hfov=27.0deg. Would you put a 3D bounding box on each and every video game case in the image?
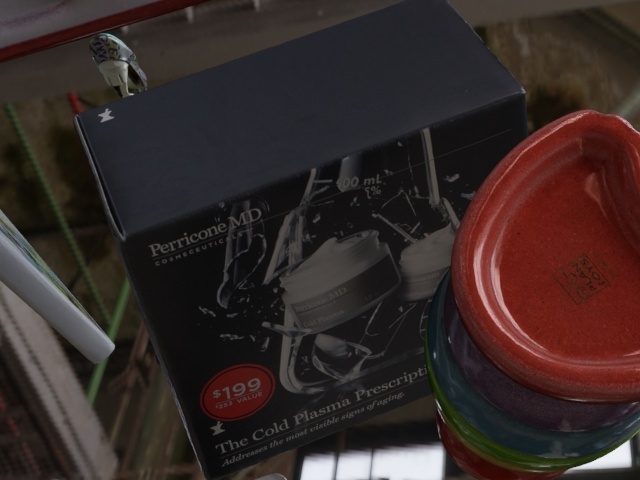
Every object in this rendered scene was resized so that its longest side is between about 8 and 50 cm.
[{"bbox_3d":[-0.369,-0.033,1.394,0.036,0.300,0.329,-42,-31,-7],"label":"video game case"}]

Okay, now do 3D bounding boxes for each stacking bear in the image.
[{"bbox_3d":[0.144,0.079,0.867,0.164,0.175,0.289,-30,-22,-16],"label":"stacking bear"}]

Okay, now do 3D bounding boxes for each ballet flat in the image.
[{"bbox_3d":[-0.202,-0.170,1.349,0.041,0.041,0.114,-4,-18,11],"label":"ballet flat"}]

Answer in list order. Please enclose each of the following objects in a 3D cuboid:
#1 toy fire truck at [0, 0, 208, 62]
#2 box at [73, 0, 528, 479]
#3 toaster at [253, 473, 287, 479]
[{"bbox_3d":[-0.182,-0.149,0.390,0.302,0.169,0.254,-21,-63,-14],"label":"toy fire truck"},{"bbox_3d":[0.000,0.000,1.175,0.343,0.179,0.312,-21,-47,-8],"label":"box"},{"bbox_3d":[-0.085,0.391,1.639,0.186,0.168,0.110,-19,-16,-14],"label":"toaster"}]
